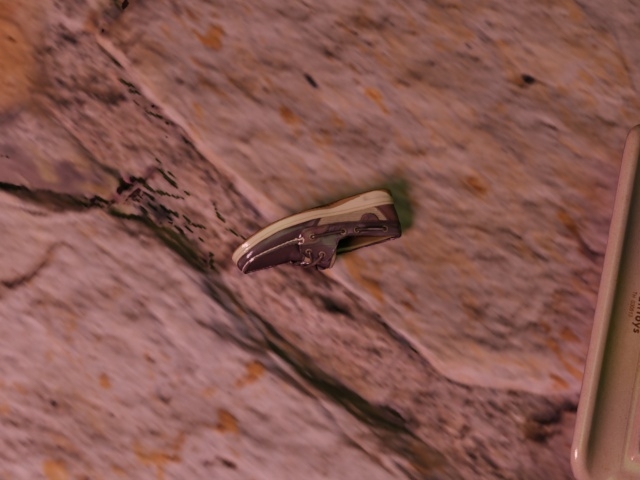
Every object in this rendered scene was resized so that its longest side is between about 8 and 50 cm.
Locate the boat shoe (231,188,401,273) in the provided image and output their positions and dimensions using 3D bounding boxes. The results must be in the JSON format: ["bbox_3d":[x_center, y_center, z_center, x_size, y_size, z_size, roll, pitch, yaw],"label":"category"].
[{"bbox_3d":[0.000,0.000,1.555,0.152,0.056,0.049,-22,74,-14],"label":"boat shoe"}]

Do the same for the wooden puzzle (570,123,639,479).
[{"bbox_3d":[0.401,0.079,1.510,0.348,0.080,0.322,13,74,-2],"label":"wooden puzzle"}]
